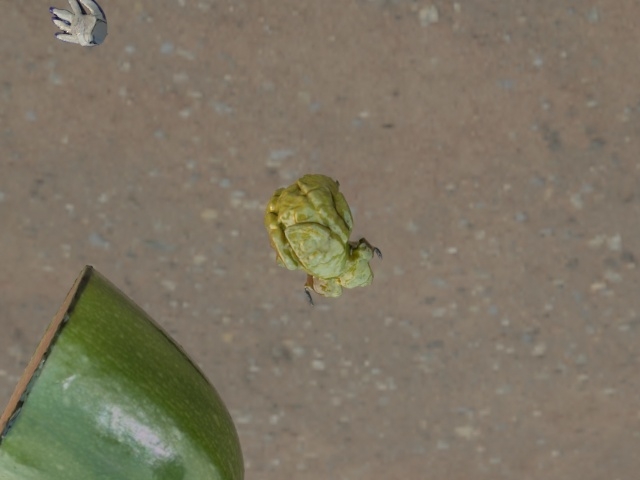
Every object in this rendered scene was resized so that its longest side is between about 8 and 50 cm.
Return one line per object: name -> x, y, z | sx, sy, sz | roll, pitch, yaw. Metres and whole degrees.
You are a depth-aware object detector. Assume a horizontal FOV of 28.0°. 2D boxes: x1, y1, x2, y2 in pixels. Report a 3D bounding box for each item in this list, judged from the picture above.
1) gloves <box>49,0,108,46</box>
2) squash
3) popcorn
gloves -> -0.289, -0.266, 1.538 | 0.086, 0.064, 0.026 | 20, -170, 30
squash -> -0.221, 0.230, 1.564 | 0.309, 0.310, 0.310 | 27, 140, -9
popcorn -> -0.005, -0.006, 2.077 | 0.173, 0.168, 0.195 | -43, 129, 2
